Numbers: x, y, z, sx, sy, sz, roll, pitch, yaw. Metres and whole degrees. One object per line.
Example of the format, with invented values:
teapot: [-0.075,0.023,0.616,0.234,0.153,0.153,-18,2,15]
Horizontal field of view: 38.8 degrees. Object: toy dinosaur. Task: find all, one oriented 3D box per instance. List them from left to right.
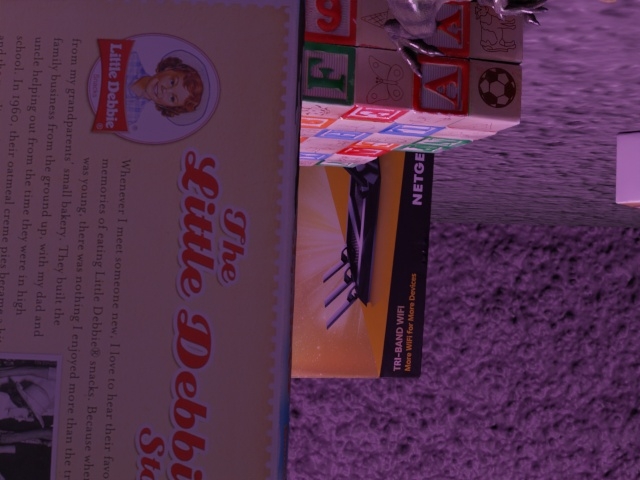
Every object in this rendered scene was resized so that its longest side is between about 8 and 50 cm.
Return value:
toy dinosaur: [0.069,-0.153,0.563,0.268,0.064,0.118,2,171,37]

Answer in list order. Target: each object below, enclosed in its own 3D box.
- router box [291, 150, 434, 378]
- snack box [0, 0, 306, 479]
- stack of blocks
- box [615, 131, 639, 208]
router box: [0.000,0.000,1.037,0.243,0.309,0.081,3,180,-21]
snack box: [-0.101,-0.037,0.361,0.187,0.322,0.060,2,174,1]
stack of blocks: [0.030,-0.124,0.781,0.171,0.087,0.297,3,176,-15]
box: [0.470,-0.084,1.148,0.130,0.091,0.170,-1,175,43]
